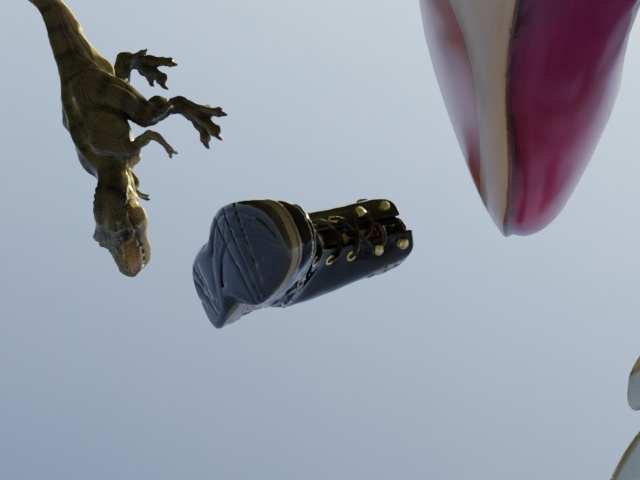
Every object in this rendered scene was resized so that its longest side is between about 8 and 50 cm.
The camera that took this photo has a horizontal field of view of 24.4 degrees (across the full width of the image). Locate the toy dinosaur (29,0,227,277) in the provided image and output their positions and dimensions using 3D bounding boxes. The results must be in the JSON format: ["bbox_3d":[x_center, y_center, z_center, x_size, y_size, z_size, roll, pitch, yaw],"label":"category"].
[{"bbox_3d":[-0.145,-0.102,1.060,0.118,0.064,0.268,-6,-122,-37],"label":"toy dinosaur"}]

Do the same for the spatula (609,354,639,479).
[{"bbox_3d":[0.182,0.001,0.598,0.019,0.168,0.242,24,-138,30],"label":"spatula"}]

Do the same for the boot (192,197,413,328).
[{"bbox_3d":[-0.001,-0.001,1.240,0.179,0.085,0.236,-18,170,-22],"label":"boot"}]

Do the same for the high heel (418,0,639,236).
[{"bbox_3d":[0.130,-0.140,0.528,0.181,0.377,0.127,-14,-125,-6],"label":"high heel"}]
